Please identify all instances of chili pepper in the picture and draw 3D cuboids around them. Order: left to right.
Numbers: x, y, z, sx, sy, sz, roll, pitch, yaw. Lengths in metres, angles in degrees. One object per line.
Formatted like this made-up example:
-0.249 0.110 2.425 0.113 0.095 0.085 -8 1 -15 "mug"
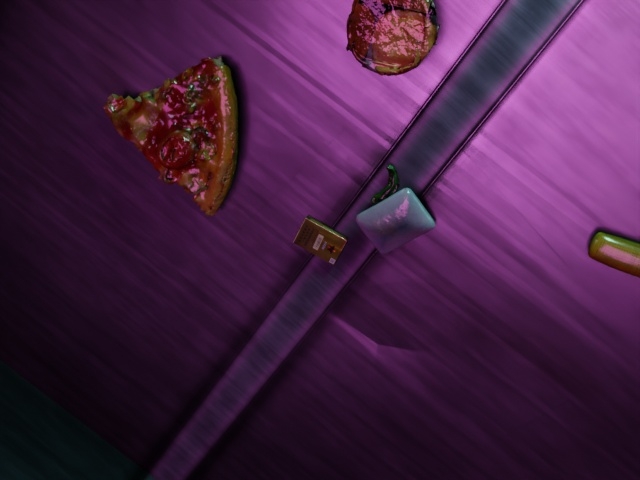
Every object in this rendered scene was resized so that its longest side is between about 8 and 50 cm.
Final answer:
0.176 -0.136 1.688 0.055 0.035 0.118 19 121 -9 "chili pepper"

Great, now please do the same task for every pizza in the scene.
-0.418 -0.293 1.765 0.406 0.130 0.439 12 114 11 "pizza"

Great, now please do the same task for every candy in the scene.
0.194 -0.047 1.695 0.174 0.071 0.138 -29 112 26 "candy"

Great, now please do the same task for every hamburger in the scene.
0.167 -0.494 1.506 0.231 0.107 0.231 6 115 12 "hamburger"

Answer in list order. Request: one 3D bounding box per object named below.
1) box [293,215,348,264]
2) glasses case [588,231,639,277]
0.000 0.000 1.807 0.133 0.023 0.090 28 119 5 "box"
0.765 0.048 1.558 0.234 0.064 0.079 19 109 11 "glasses case"
